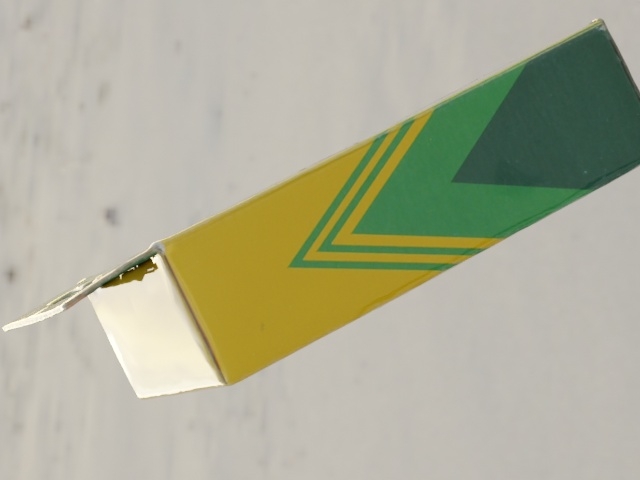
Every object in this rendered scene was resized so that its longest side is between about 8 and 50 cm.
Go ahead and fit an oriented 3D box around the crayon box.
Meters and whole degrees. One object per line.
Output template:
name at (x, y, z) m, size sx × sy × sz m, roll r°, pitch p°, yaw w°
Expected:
crayon box at (0.000, 0.000, 1.032) m, size 0.081 × 0.319 × 0.202 m, roll 64°, pitch 163°, yaw -2°
